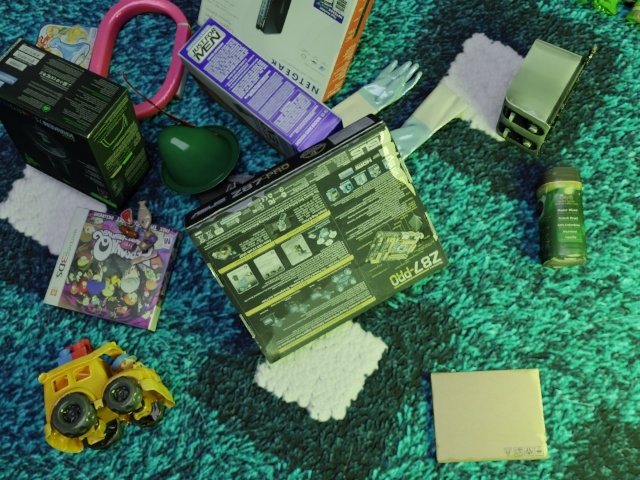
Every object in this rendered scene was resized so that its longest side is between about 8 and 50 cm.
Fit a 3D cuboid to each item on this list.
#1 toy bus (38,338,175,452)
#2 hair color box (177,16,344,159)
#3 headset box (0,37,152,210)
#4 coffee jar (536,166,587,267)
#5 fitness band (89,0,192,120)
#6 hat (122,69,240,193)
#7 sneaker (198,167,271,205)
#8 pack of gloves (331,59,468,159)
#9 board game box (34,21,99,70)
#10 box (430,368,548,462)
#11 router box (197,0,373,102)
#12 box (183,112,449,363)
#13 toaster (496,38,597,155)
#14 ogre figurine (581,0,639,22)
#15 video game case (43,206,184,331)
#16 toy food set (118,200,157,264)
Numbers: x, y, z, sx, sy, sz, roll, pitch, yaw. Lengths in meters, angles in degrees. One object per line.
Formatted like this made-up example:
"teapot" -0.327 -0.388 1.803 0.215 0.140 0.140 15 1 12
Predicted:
"toy bus" -0.415 0.269 1.389 0.220 0.149 0.211 -24 60 -2
"hair color box" -0.108 -0.272 1.450 0.339 0.185 0.110 41 85 13
"headset box" -0.485 -0.214 1.433 0.246 0.283 0.131 26 65 10
"coffee jar" 0.456 -0.045 1.387 0.079 0.096 0.184 -1 77 3
"fitness band" -0.388 -0.394 1.575 0.209 0.054 0.290 7 77 7
"hat" -0.288 -0.211 1.433 0.209 0.183 0.173 4 62 25
"sneaker" -0.140 -0.106 1.441 0.229 0.132 0.086 -3 77 5
"pack of gloves" 0.153 -0.256 1.505 0.232 0.046 0.195 -39 65 -7
"board game box" -0.565 -0.374 1.596 0.136 0.035 0.201 8 78 7
"box" 0.310 0.323 1.354 0.201 0.021 0.164 -4 77 5
"router box" -0.067 -0.486 1.446 0.335 0.301 0.082 34 45 12
"box" 0.000 0.000 1.337 0.395 0.097 0.318 -30 112 -1
"toaster" 0.425 -0.280 1.408 0.110 0.168 0.185 29 82 12
"ogre figurine" 0.635 -0.513 1.485 0.197 0.097 0.118 26 99 26
"video game case" -0.417 0.055 1.477 0.232 0.042 0.210 13 78 8
"toy food set" -0.370 -0.017 1.459 0.078 0.019 0.122 -20 73 -1
